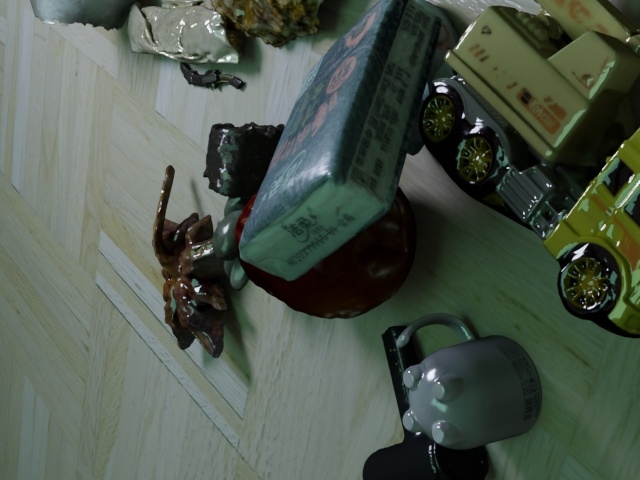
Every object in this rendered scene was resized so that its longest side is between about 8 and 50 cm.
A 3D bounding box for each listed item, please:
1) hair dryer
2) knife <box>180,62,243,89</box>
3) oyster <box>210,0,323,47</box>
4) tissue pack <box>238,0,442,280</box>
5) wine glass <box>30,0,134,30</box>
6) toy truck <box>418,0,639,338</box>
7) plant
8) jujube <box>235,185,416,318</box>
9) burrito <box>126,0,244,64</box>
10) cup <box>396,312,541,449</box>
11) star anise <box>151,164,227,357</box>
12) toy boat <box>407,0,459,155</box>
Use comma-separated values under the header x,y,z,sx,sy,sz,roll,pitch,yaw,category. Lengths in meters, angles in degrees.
x,y,z,sx,sy,sz,roll,pitch,yaw,category
0.130,0.242,1.457,0.197,0.089,0.251,-36,58,54,hair dryer
-0.204,-0.292,1.857,0.222,0.021,0.046,27,115,50,knife
-0.107,-0.398,1.616,0.396,0.111,0.204,18,122,50,oyster
0.024,-0.129,1.248,0.228,0.103,0.316,-38,27,51,tissue pack
-0.454,-0.574,1.982,0.238,0.238,0.323,21,110,51,wine glass
0.285,-0.098,1.082,0.405,0.180,0.254,56,130,36,toy truck
-0.112,-0.057,1.673,0.146,0.149,0.275,-168,75,-72,plant
0.000,0.000,1.467,0.318,0.223,0.223,0,96,58,jujube
-0.252,-0.382,1.860,0.392,0.076,0.117,20,111,52,burrito
0.179,0.178,1.306,0.134,0.142,0.174,-12,86,55,cup
-0.250,0.053,1.916,0.292,0.109,0.350,25,115,45,star anise
0.126,-0.219,1.364,0.134,0.078,0.208,-3,95,57,toy boat
